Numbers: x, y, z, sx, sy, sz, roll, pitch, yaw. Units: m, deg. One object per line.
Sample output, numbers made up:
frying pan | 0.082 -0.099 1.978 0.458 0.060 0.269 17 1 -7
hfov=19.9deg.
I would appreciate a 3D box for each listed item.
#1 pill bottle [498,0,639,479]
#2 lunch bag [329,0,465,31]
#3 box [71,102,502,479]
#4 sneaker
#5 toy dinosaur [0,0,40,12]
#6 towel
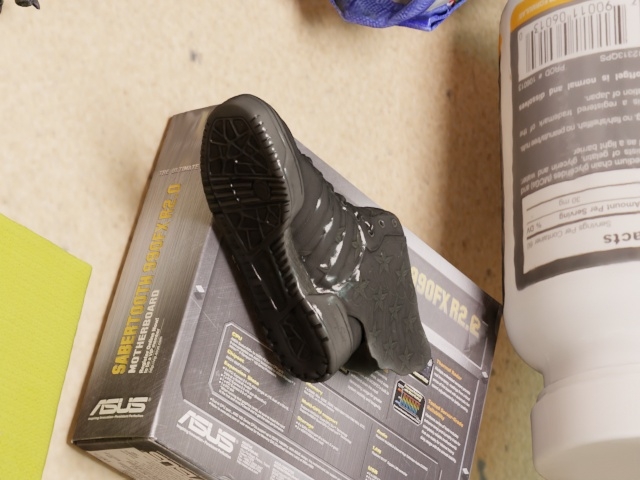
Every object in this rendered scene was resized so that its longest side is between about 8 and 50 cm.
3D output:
pill bottle | 0.180 -0.010 1.007 0.162 0.162 0.278 23 60 -45
lunch bag | 0.118 -0.329 0.993 0.328 0.239 0.385 -32 136 -49
box | -0.006 0.065 0.927 0.231 0.056 0.183 37 56 -40
sneaker | 0.002 0.000 0.868 0.089 0.051 0.170 -36 115 -47
toy dinosaur | -0.151 -0.177 0.801 0.268 0.064 0.118 24 60 -43
towel | -0.159 0.101 0.774 0.102 0.021 0.237 36 57 -47
